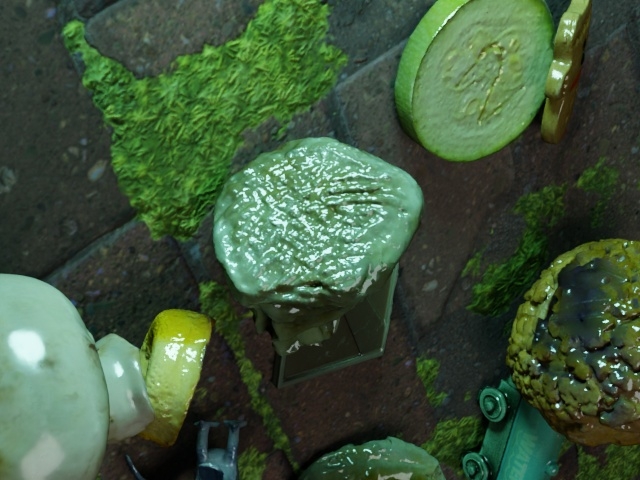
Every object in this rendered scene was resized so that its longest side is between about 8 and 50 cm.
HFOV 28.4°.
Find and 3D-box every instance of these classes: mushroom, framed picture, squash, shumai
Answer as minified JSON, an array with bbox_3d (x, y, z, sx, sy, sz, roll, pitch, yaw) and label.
[{"bbox_3d":[-0.319,0.189,1.353,0.290,0.297,0.297,12,110,-48],"label":"mushroom"},{"bbox_3d":[0.029,0.070,1.740,0.192,0.018,0.265,-12,124,-33],"label":"framed picture"},{"bbox_3d":[0.206,-0.223,1.663,0.252,0.049,0.252,-21,129,-28],"label":"squash"},{"bbox_3d":[0.000,0.000,1.560,0.261,0.225,0.222,-34,161,-3],"label":"shumai"}]

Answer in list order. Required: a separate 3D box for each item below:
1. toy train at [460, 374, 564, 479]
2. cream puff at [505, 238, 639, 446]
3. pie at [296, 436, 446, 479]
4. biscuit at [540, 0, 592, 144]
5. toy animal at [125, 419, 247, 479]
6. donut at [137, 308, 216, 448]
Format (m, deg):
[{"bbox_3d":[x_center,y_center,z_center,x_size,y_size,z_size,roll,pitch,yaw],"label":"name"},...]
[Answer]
[{"bbox_3d":[0.324,0.334,2.060,0.101,0.159,0.248,-12,124,-39],"label":"toy train"},{"bbox_3d":[0.440,0.137,1.898,0.343,0.327,0.231,-37,131,11],"label":"cream puff"},{"bbox_3d":[0.067,0.445,1.906,0.307,0.071,0.306,-1,93,-16],"label":"pie"},{"bbox_3d":[0.337,-0.223,1.727,0.166,0.036,0.225,-58,157,-49],"label":"biscuit"},{"bbox_3d":[-0.131,0.325,1.685,0.255,0.239,0.176,2,90,-85],"label":"toy animal"},{"bbox_3d":[-0.187,0.161,1.523,0.075,0.190,0.174,22,102,-8],"label":"donut"}]
